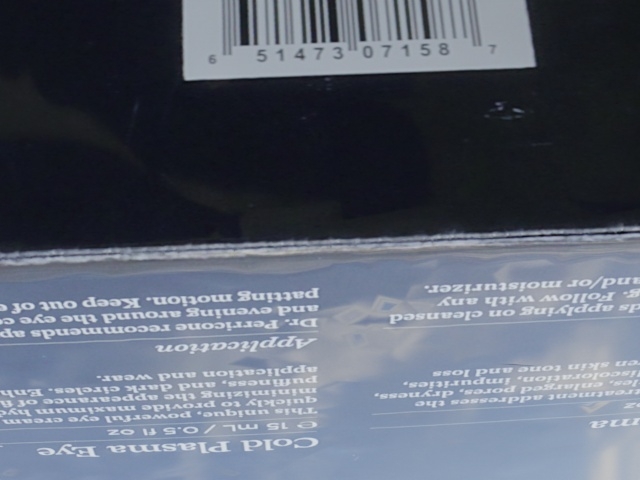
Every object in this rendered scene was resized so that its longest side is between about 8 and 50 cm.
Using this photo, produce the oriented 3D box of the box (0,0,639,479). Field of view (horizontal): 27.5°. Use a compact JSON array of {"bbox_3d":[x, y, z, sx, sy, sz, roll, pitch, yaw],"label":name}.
[{"bbox_3d":[0.000,0.000,0.491,0.343,0.179,0.312,-2,151,-2],"label":"box"}]
